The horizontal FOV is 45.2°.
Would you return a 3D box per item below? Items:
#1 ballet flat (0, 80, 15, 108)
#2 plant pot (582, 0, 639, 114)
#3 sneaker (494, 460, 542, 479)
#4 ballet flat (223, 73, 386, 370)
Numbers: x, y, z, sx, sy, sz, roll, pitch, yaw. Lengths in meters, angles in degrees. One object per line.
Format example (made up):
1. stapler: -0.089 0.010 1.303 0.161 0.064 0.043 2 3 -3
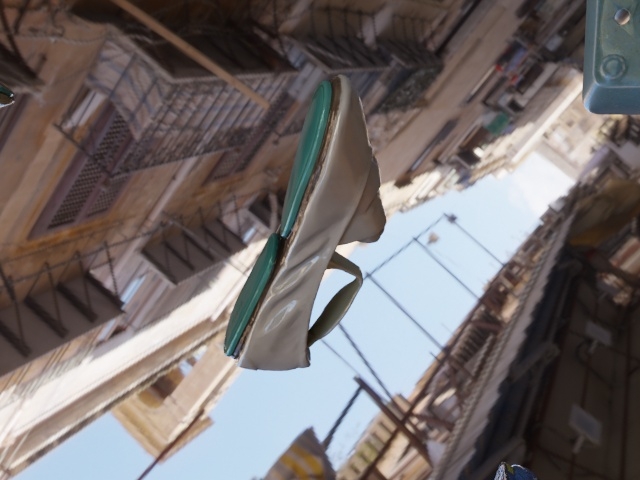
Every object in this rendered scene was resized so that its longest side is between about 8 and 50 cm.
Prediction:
1. ballet flat: -0.406 -0.180 0.922 0.057 0.052 0.168 30 -173 -38
2. plant pot: 0.420 -0.254 0.874 0.247 0.247 0.252 7 -163 32
3. sneaker: 0.259 0.343 0.942 0.082 0.069 0.209 20 -166 7
4. ballet flat: 0.000 0.000 0.880 0.139 0.400 0.139 16 -146 -11
